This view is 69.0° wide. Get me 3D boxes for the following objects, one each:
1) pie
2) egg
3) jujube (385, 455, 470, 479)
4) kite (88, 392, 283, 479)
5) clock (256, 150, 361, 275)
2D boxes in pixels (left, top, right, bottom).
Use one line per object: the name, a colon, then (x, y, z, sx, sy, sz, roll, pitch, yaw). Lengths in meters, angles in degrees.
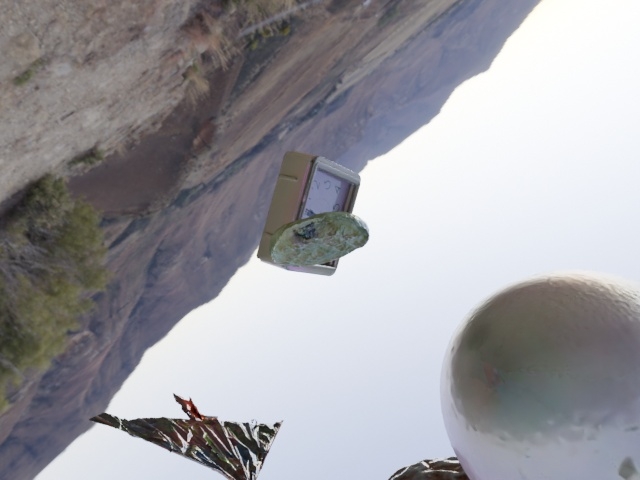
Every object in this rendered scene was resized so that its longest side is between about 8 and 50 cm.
pie: (0.000, 0.000, 0.380, 0.085, 0.017, 0.085, -12, 156, -5)
egg: (0.301, 0.198, 0.578, 0.355, 0.340, 0.354, -32, -132, 42)
jujube: (0.254, 0.520, 0.871, 0.308, 0.215, 0.246, -7, 164, 5)
kite: (-0.109, 0.196, 0.470, 0.189, 0.232, 0.009, 16, -96, 52)
clock: (-0.017, -0.041, 0.796, 0.071, 0.147, 0.191, 17, -88, 37)
